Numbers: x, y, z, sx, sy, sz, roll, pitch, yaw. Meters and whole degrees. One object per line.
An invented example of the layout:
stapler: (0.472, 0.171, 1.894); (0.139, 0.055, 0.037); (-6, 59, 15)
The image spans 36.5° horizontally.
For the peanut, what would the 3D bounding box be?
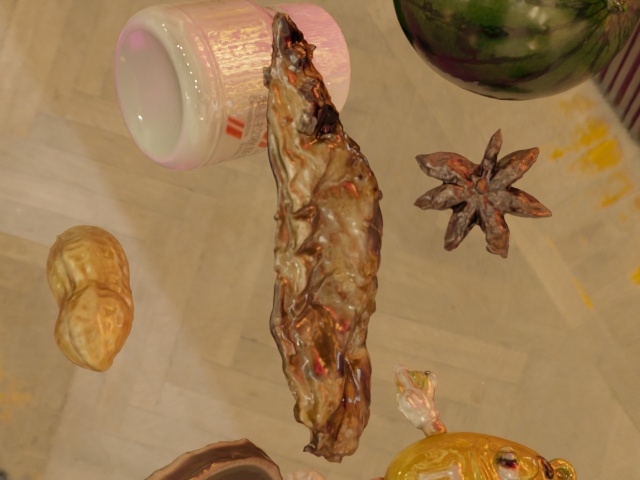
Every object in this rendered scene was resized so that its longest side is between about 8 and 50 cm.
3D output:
peanut: (-0.371, 0.089, 1.557); (0.147, 0.147, 0.305); (-25, 49, 5)

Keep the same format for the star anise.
star anise: (0.253, -0.063, 1.515); (0.212, 0.073, 0.197); (-17, 93, 10)

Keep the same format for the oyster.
oyster: (0.001, 0.000, 0.734); (0.078, 0.128, 0.345); (-3, 96, 28)

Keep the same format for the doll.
doll: (0.159, 0.400, 1.519); (0.348, 0.161, 0.423); (43, 69, 14)

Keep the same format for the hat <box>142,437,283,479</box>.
hat: (-0.133, 0.189, 0.455); (0.232, 0.275, 0.161); (-17, 71, 30)

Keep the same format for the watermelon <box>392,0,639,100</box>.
watermelon: (0.186, -0.253, 0.914); (0.242, 0.242, 0.242); (-1, 82, 9)

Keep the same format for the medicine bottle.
medicine bottle: (-0.129, -0.246, 1.465); (0.302, 0.241, 0.241); (-18, 75, -36)
